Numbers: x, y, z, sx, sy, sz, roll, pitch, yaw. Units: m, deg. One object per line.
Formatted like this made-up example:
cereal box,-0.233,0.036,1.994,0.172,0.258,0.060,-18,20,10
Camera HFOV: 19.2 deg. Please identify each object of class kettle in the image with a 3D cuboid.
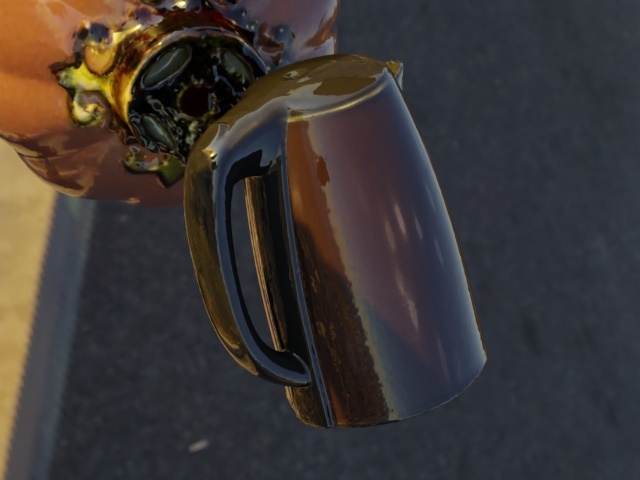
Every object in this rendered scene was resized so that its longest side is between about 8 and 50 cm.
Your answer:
kettle,0.000,0.000,1.254,0.202,0.144,0.232,-29,116,-29

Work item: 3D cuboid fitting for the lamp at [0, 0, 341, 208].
lamp,-0.123,-0.158,1.436,0.305,0.305,0.239,45,9,-36
